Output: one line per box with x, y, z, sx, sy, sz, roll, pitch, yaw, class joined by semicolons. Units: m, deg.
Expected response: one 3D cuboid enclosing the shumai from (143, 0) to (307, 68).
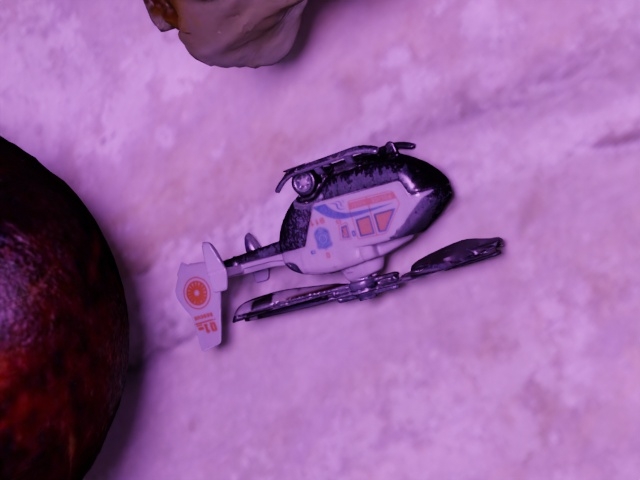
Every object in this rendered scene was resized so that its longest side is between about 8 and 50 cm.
-0.044;-0.202;0.877;0.256;0.189;0.218;34;105;35;shumai

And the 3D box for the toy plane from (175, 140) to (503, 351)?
-0.001;-0.001;0.925;0.197;0.053;0.078;-19;87;28;toy plane

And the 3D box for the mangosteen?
-0.251;0.067;0.964;0.297;0.293;0.297;-3;66;8;mangosteen
